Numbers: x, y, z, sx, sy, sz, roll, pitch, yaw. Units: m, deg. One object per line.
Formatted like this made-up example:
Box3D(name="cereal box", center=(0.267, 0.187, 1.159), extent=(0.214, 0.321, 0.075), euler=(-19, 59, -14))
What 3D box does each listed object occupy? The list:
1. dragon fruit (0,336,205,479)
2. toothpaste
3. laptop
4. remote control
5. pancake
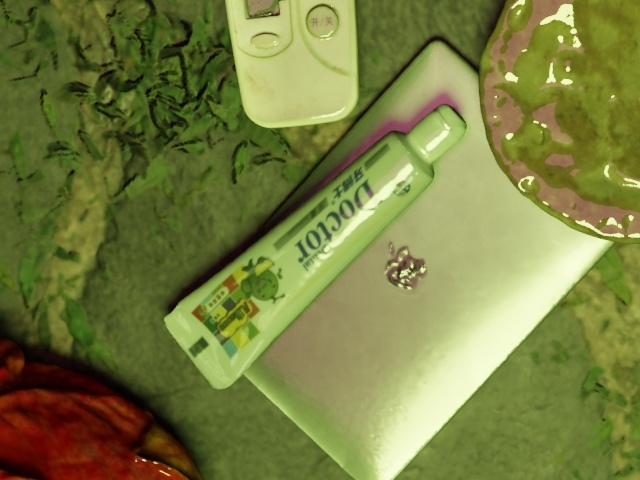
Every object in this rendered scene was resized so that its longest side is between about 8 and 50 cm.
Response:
Box3D(name="dragon fruit", center=(-0.188, 0.168, 1.064), extent=(0.286, 0.329, 0.228), euler=(5, 89, 9))
Box3D(name="toothpaste", center=(0.000, 0.000, 1.149), extent=(0.255, 0.037, 0.067), euler=(-42, 85, 13))
Box3D(name="laptop", center=(0.059, 0.019, 1.164), extent=(0.187, 0.015, 0.269), euler=(42, 99, 4))
Box3D(name="remote control", center=(-0.022, -0.193, 1.142), extent=(0.090, 0.049, 0.230), euler=(-5, 94, 9))
Box3D(name="pancake", center=(0.219, -0.115, 1.115), extent=(0.222, 0.042, 0.236), euler=(12, 93, 5))
